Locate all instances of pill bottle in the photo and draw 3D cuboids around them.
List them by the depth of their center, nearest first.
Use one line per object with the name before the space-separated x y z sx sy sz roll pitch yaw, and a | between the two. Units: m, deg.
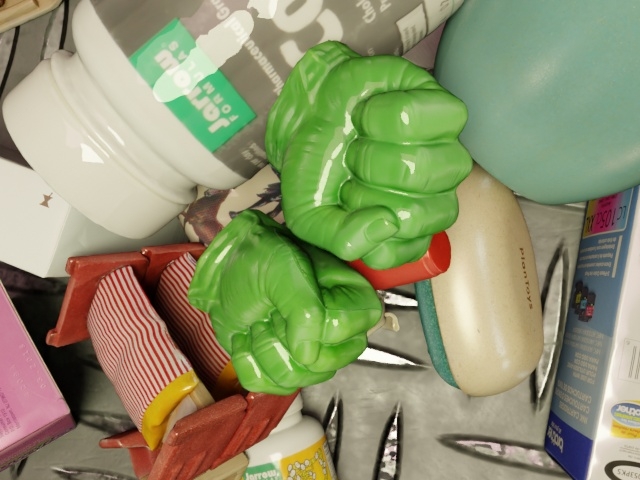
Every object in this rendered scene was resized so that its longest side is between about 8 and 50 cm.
pill bottle | -0.074 -0.174 0.462 0.361 0.204 0.204 -38 82 7
pill bottle | -0.040 0.284 0.630 0.118 0.117 0.208 -17 83 6

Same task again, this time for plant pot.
plant pot | 0.247 -0.174 0.491 0.293 0.293 0.235 46 127 8

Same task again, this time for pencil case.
pencil case | -0.074 -0.036 0.639 0.184 0.160 0.410 -29 82 -3

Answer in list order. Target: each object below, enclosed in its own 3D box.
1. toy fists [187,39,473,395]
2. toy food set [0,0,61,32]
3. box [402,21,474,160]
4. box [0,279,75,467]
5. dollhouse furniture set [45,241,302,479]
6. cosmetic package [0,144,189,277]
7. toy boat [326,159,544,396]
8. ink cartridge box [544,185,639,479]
toy fists | 0.000 0.000 0.392 0.142 0.096 0.279 38 114 19
toy food set | -0.541 -0.411 0.765 0.306 0.092 0.219 -20 83 5
box | 0.109 -0.150 0.677 0.231 0.056 0.183 -34 83 3
box | -0.393 0.151 0.615 0.117 0.243 0.213 -28 82 -29
dollhouse furniture set | -0.189 0.207 0.565 0.201 0.152 0.374 45 123 27
cosmetic package | -0.377 -0.061 0.619 0.378 0.284 0.097 19 88 9
toy boat | 0.119 0.032 0.558 0.148 0.318 0.267 -13 74 38
ink cartridge box | 0.415 0.146 0.566 0.270 0.151 0.395 12 85 9
